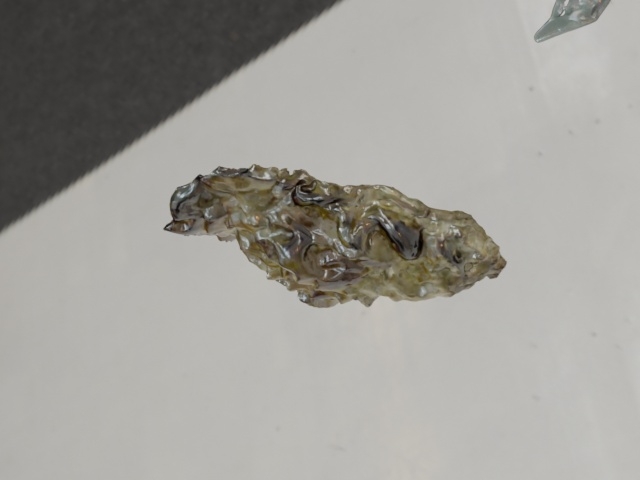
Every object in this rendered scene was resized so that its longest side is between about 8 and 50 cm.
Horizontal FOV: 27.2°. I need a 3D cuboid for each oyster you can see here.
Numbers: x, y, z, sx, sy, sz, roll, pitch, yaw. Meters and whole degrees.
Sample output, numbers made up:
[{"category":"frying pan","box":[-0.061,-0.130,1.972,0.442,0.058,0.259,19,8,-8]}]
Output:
[{"category":"oyster","box":[0.008,0.000,0.685,0.105,0.177,0.056,118,158,-64]}]

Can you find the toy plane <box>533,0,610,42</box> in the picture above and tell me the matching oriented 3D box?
[{"category":"toy plane","box":[0.095,-0.169,0.357,0.226,0.058,0.226,-3,102,7]}]
